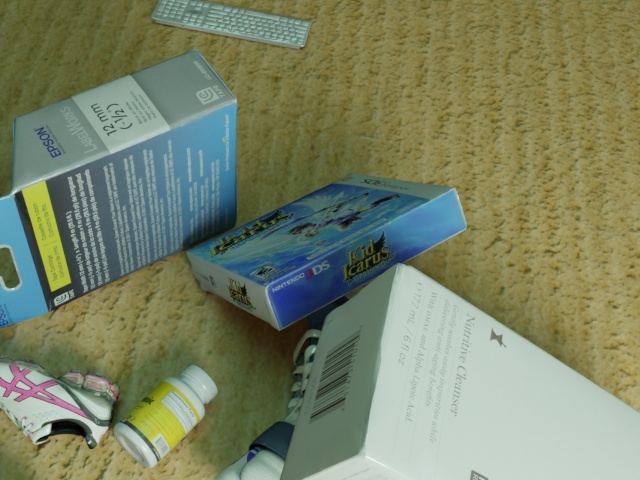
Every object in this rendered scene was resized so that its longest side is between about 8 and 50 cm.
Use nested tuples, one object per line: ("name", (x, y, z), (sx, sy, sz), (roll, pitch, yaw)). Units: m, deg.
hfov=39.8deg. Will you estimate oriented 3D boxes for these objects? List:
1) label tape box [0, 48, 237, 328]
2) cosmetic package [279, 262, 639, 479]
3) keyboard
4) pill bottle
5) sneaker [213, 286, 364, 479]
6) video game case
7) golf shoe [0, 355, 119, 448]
("label tape box", (-0.274, -0.057, 1.078), (0.347, 0.249, 0.115), (-25, 61, -22))
("cosmetic package", (0.171, 0.222, 0.887), (0.385, 0.156, 0.217), (29, 51, -18))
("keyboard", (-0.146, -0.363, 1.460), (0.255, 0.014, 0.072), (11, 54, 2))
("pill bottle", (-0.175, 0.199, 1.017), (0.065, 0.065, 0.116), (36, 58, 19))
("sneaker", (-0.021, 0.194, 0.994), (0.236, 0.130, 0.323), (-14, 63, -21))
("video game case", (0.000, 0.000, 1.095), (0.269, 0.061, 0.244), (-27, 19, -23))
("golf shoe", (-0.330, 0.185, 1.009), (0.186, 0.067, 0.086), (10, 55, 1))
